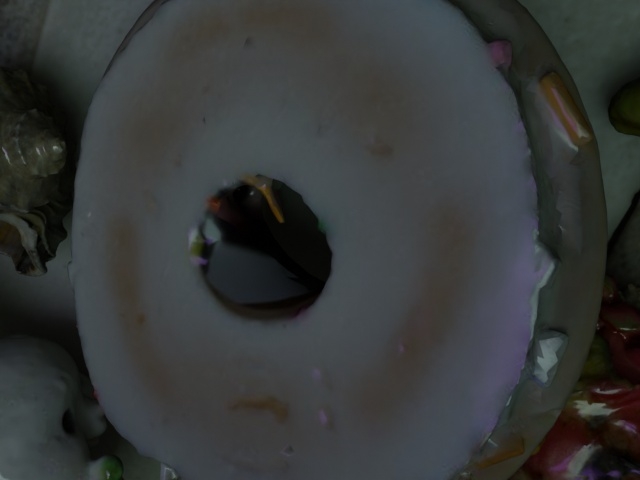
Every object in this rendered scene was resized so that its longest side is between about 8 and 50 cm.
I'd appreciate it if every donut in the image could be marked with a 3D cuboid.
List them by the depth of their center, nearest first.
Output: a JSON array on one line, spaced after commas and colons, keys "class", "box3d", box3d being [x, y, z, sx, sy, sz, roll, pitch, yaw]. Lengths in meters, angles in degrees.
[{"class": "donut", "box3d": [0.000, 0.000, 0.555, 0.382, 0.142, 0.383, 1, 91, 34]}]

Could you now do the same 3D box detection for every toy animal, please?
[{"class": "toy animal", "box3d": [-0.274, 0.186, 0.712, 0.247, 0.183, 0.310, 18, 113, 1]}]

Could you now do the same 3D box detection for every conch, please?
[{"class": "conch", "box3d": [-0.250, -0.046, 0.647, 0.207, 0.130, 0.156, -6, 95, 34]}]

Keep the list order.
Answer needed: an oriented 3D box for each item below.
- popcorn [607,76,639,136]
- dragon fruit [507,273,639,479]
[{"class": "popcorn", "box3d": [0.286, -0.077, 0.541, 0.212, 0.198, 0.198, 33, 117, 31]}, {"class": "dragon fruit", "box3d": [0.195, 0.172, 0.608, 0.269, 0.250, 0.291, -29, 82, 10]}]
